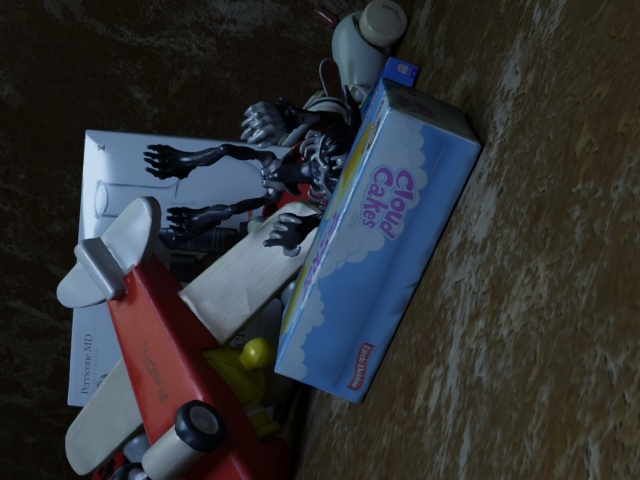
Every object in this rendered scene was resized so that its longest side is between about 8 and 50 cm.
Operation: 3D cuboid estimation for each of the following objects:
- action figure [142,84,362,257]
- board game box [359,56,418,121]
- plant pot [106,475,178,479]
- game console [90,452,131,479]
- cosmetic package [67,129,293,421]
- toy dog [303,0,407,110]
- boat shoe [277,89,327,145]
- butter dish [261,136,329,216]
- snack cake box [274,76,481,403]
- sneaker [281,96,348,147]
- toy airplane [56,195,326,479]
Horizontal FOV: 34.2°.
[{"bbox_3d":[-0.038,-0.064,1.077,0.141,0.276,0.164,-35,-67,-70],"label":"action figure"},{"bbox_3d":[0.069,-0.144,1.498,0.210,0.047,0.160,122,168,-67],"label":"board game box"},{"bbox_3d":[-0.266,0.483,1.669,0.201,0.201,0.180,-68,21,6],"label":"plant pot"},{"bbox_3d":[-0.302,0.411,2.030,0.342,0.060,0.386,-26,-28,-45],"label":"game console"},{"bbox_3d":[-0.183,0.048,1.414,0.097,0.285,0.377,-31,-54,-82],"label":"cosmetic package"},{"bbox_3d":[0.032,-0.294,1.832,0.220,0.161,0.333,118,172,-49],"label":"toy dog"},{"bbox_3d":[-0.042,-0.157,1.974,0.103,0.113,0.302,111,-179,-74],"label":"boat shoe"},{"bbox_3d":[0.029,-0.057,1.268,0.160,0.118,0.160,-20,-23,-30],"label":"butter dish"},{"bbox_3d":[0.047,-0.004,0.962,0.152,0.089,0.264,-83,15,-72],"label":"snack cake box"},{"bbox_3d":[-0.032,-0.074,1.673,0.127,0.126,0.321,-63,-11,-77],"label":"sneaker"},{"bbox_3d":[-0.150,0.136,1.260,0.386,0.272,0.384,4,82,43],"label":"toy airplane"}]
